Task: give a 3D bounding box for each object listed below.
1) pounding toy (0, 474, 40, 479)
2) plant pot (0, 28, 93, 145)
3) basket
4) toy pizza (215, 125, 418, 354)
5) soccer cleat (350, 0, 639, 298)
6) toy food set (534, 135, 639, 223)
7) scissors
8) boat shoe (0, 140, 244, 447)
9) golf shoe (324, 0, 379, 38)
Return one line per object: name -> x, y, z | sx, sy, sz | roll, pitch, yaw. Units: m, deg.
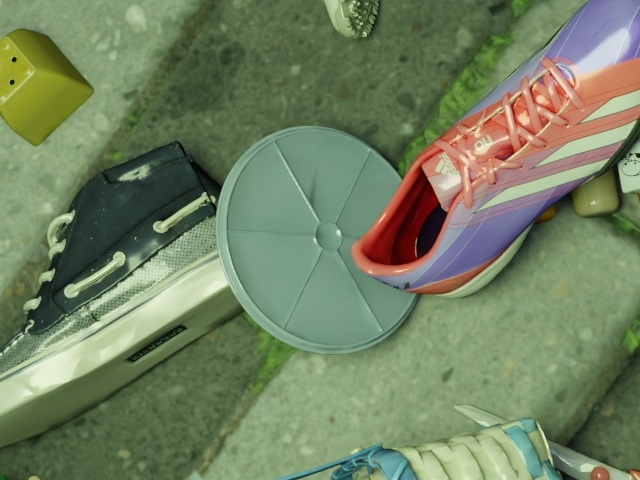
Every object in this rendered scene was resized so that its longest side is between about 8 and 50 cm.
pounding toy -> -0.283, 0.263, 1.193 | 0.100, 0.130, 0.141 | 12, 86, 14
plant pot -> -0.280, -0.150, 1.270 | 0.081, 0.083, 0.081 | -43, 75, 5
basket -> 0.069, 0.281, 1.055 | 0.289, 0.201, 0.254 | -16, 77, -21
toy pizza -> 0.000, 0.000, 1.165 | 0.201, 0.032, 0.201 | 7, 74, -26
soccer cleat -> 0.148, -0.071, 1.066 | 0.318, 0.116, 0.108 | -51, 53, 31
toy food set -> 0.264, -0.086, 1.111 | 0.232, 0.111, 0.104 | -17, 77, 43
scissors -> 0.248, 0.214, 1.130 | 0.297, 0.021, 0.109 | 10, 87, 13
boat shoe -> -0.213, 0.050, 1.218 | 0.341, 0.127, 0.158 | -30, 72, -1
golf shoe -> 0.001, -0.259, 1.239 | 0.086, 0.069, 0.176 | -18, 75, 31
